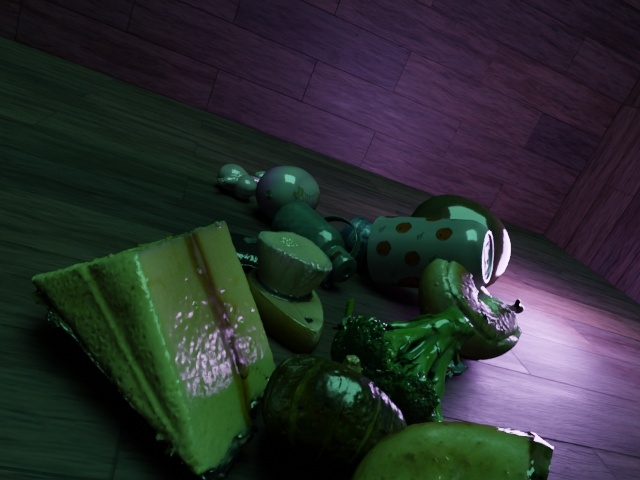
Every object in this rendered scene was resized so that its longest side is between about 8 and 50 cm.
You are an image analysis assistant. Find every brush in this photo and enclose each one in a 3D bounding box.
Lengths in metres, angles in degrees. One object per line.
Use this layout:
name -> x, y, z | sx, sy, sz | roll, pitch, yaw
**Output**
brush -> -0.056, 0.108, 1.064 | 0.174, 0.166, 0.266 | 8, 27, -38

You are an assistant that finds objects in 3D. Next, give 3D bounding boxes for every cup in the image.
cup -> 0.320, 0.035, 1.415 | 0.318, 0.212, 0.212 | 2, 7, 30

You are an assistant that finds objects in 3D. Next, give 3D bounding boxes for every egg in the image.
egg -> -0.100, -0.152, 1.649 | 0.196, 0.196, 0.271 | 36, 9, 30

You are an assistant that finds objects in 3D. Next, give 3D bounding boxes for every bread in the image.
bread -> -0.240, 0.153, 0.801 | 0.346, 0.242, 0.404 | 1, 66, -68
bread -> 0.372, 0.213, 1.256 | 0.314, 0.171, 0.192 | 36, 39, -15

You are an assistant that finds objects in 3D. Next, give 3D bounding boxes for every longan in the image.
longan -> 0.464, 0.016, 1.692 | 0.361, 0.360, 0.361 | 21, 20, -8

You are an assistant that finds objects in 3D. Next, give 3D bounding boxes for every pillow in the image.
pillow -> -0.158, 0.041, 1.278 | 0.209, 0.055, 0.141 | 18, 25, -15

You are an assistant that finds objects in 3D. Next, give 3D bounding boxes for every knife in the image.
knife -> 0.068, 0.184, 1.214 | 0.026, 0.022, 0.184 | 49, 18, -8

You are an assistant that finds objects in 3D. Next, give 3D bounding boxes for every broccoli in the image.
broccoli -> 0.162, 0.223, 0.874 | 0.269, 0.268, 0.254 | 21, -7, -8

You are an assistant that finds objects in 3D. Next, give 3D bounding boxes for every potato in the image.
potato -> 0.128, 0.336, 0.562 | 0.243, 0.285, 0.242 | 4, 19, -1

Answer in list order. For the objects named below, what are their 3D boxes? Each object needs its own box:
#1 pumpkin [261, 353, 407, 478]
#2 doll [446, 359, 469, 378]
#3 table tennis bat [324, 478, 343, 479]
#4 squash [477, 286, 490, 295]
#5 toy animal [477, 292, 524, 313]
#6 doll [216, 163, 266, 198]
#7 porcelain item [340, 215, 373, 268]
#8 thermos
pumpkin -> 0.016, 0.243, 0.716 | 0.219, 0.162, 0.219 | 23, -23, 10
doll -> 0.308, 0.301, 1.158 | 0.114, 0.039, 0.057 | -1, -13, -33
table tennis bat -> 0.047, 0.374, 0.704 | 0.098, 0.019, 0.155 | 36, 26, 34
squash -> 0.495, 0.169, 1.558 | 0.252, 0.066, 0.066 | 41, 9, -31
toy animal -> 0.468, 0.197, 1.438 | 0.195, 0.090, 0.324 | 25, -14, -40
doll -> -0.233, -0.208, 1.785 | 0.160, 0.094, 0.365 | 44, 28, 27
porcelain item -> 0.125, 0.004, 1.558 | 0.114, 0.147, 0.147 | 32, 21, 23
thermos -> 0.000, 0.000, 1.393 | 0.286, 0.182, 0.145 | 40, -1, 39
